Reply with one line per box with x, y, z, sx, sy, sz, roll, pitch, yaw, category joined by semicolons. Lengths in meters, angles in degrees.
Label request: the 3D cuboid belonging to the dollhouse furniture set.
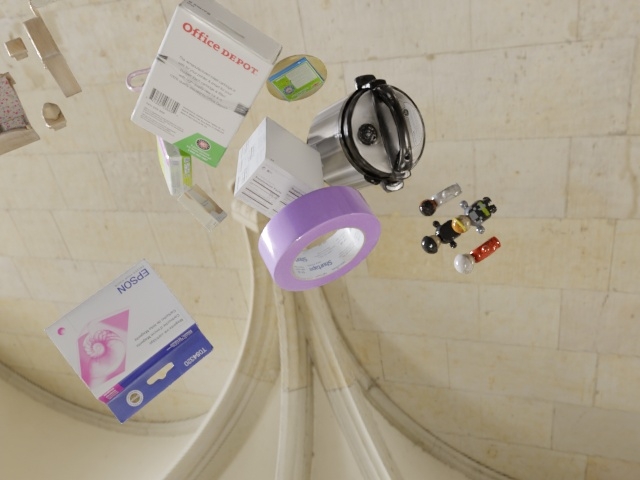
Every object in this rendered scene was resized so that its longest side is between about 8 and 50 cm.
-0.803;-0.394;1.352;0.355;0.174;0.303;-28;-105;-14;dollhouse furniture set

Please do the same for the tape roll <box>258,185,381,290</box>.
0.000;0.000;1.282;0.275;0.275;0.090;-21;-119;-17;tape roll

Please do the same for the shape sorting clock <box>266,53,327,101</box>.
-0.079;-0.537;1.837;0.206;0.206;0.040;-12;-120;-3;shape sorting clock

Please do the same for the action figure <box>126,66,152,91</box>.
-0.482;-0.617;1.975;0.370;0.276;0.248;-42;-128;6;action figure

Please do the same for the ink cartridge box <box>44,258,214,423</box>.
-0.521;0.274;1.543;0.324;0.330;0.071;-39;176;-18;ink cartridge box

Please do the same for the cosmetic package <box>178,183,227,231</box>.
-0.296;-0.083;1.403;0.041;0.115;0.060;-42;-173;27;cosmetic package

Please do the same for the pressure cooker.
0.185;-0.380;2.091;0.420;0.370;0.375;-10;-130;62;pressure cooker

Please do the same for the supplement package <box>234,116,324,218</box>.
-0.113;-0.190;1.565;0.145;0.204;0.262;-46;-153;26;supplement package

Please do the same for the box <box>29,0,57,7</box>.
-0.678;-0.715;1.258;0.121;0.311;0.148;-25;-175;-6;box

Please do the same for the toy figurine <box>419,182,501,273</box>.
0.376;-0.035;1.542;0.148;0.209;0.213;-32;-139;-16;toy figurine

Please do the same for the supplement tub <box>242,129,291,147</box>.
-0.163;-0.282;2.279;0.235;0.325;0.235;-9;-120;15;supplement tub

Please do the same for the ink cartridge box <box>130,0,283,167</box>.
-0.239;-0.331;1.171;0.211;0.289;0.121;30;-143;-14;ink cartridge box

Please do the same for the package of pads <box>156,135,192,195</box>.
-0.603;-0.356;2.271;0.101;0.229;0.296;-12;-125;-19;package of pads
